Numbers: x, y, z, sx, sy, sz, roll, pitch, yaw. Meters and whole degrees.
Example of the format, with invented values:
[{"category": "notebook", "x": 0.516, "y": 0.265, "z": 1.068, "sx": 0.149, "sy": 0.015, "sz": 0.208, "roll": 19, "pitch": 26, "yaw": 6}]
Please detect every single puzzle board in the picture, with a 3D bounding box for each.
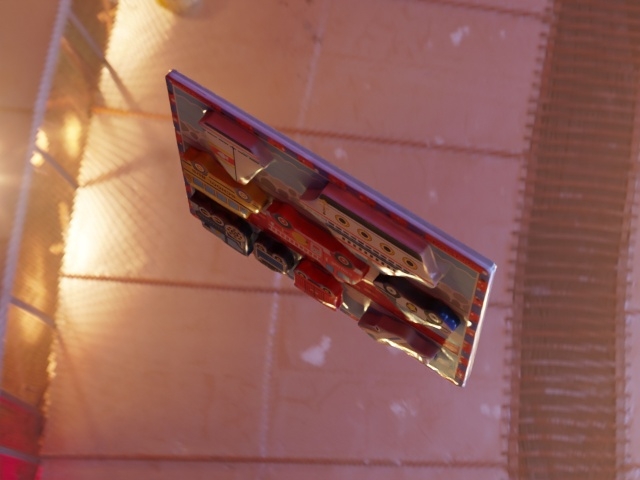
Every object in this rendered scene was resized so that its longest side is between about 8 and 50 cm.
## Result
[{"category": "puzzle board", "x": 0.000, "y": 0.000, "z": 0.456, "sx": 0.128, "sy": 0.096, "sz": 0.011, "roll": 32, "pitch": -112, "yaw": 16}]
